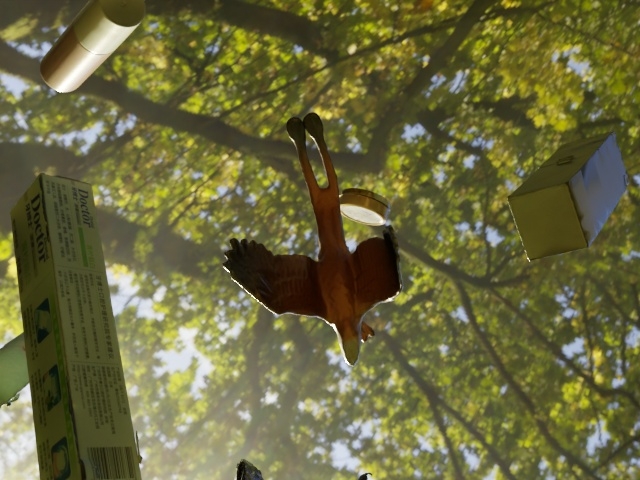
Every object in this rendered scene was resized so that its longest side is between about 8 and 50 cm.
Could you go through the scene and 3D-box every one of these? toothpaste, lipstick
[{"bbox_3d":[-0.243,0.094,0.814,0.081,0.067,0.336,-39,-125,34],"label":"toothpaste"},{"bbox_3d":[-0.339,-0.293,1.227,0.254,0.070,0.070,-19,-71,53],"label":"lipstick"}]

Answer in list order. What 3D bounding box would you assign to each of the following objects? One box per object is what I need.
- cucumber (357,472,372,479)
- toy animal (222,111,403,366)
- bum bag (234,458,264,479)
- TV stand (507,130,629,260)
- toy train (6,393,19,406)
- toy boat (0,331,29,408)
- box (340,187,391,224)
[{"bbox_3d":[0.081,0.573,1.864,0.039,0.163,0.043,-8,-56,32],"label":"cucumber"},{"bbox_3d":[0.005,0.019,1.219,0.225,0.284,0.302,-11,-48,6],"label":"toy animal"},{"bbox_3d":[-0.072,0.430,1.198,0.102,0.069,0.248,-150,-144,-80],"label":"bum bag"},{"bbox_3d":[0.336,-0.067,1.108,0.082,0.269,0.088,-16,-78,34],"label":"TV stand"},{"bbox_3d":[-0.543,0.258,1.437,0.053,0.033,0.083,67,-11,-8],"label":"toy train"},{"bbox_3d":[-0.409,0.152,1.142,0.134,0.208,0.079,-35,-81,23],"label":"toy boat"},{"bbox_3d":[0.085,-0.066,1.646,0.105,0.037,0.105,16,-17,5],"label":"box"}]
